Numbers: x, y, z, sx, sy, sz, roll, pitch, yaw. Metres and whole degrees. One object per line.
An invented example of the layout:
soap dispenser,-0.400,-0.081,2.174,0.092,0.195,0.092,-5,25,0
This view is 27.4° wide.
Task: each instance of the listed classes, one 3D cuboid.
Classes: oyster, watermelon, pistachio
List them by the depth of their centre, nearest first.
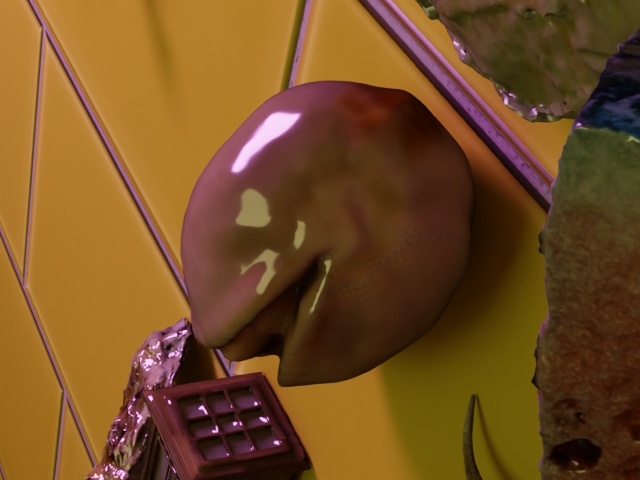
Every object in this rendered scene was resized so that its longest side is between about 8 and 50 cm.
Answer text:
watermelon,0.134,0.051,0.437,0.154,0.094,0.241,29,139,14
pistachio,0.000,0.000,0.640,0.215,0.143,0.144,134,125,-65
oyster,-0.126,0.123,0.962,0.108,0.053,0.166,-56,16,35

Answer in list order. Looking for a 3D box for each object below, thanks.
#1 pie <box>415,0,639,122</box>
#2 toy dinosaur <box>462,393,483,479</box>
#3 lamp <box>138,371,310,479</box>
pie,0.089,-0.182,0.478,0.306,0.071,0.306,174,90,-65
toy dinosaur,0.090,0.158,0.599,0.058,0.037,0.180,-48,57,28
lamp,-0.093,0.239,0.930,0.089,0.090,0.325,57,144,41
